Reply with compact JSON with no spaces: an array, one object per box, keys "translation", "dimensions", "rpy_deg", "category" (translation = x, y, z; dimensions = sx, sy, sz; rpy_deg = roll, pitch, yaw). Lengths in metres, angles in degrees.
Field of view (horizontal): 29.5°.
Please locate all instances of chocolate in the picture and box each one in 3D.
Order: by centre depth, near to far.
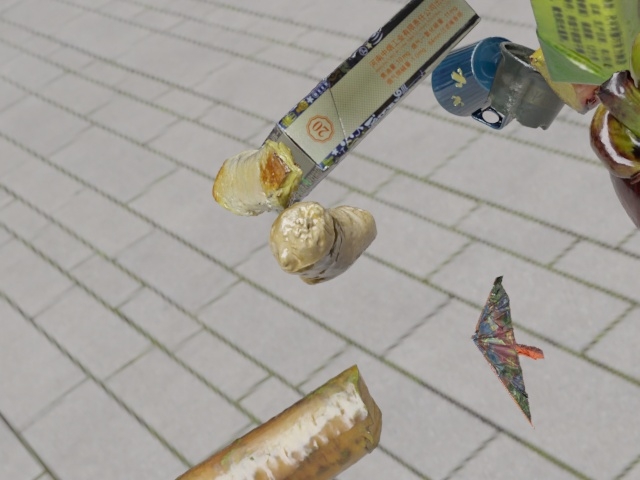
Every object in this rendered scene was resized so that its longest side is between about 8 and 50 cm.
[{"translation":[0.393,-0.382,1.550],"dimensions":[0.137,0.289,0.301],"rpy_deg":[25,69,34],"category":"chocolate"}]

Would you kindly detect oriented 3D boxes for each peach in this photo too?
[{"translation":[0.377,-0.259,1.774],"dimensions":[0.092,0.127,0.172],"rpy_deg":[-39,-11,-1],"category":"peach"}]

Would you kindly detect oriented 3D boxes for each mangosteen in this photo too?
[{"translation":[0.342,-0.096,1.089],"dimensions":[0.215,0.257,0.215],"rpy_deg":[-33,42,36],"category":"mangosteen"}]

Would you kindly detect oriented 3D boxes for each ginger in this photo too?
[{"translation":[0.002,0.000,1.288],"dimensions":[0.095,0.069,0.190],"rpy_deg":[-35,-16,15],"category":"ginger"}]

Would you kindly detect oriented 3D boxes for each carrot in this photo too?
[{"translation":[-0.057,0.267,1.403],"dimensions":[0.301,0.114,0.114],"rpy_deg":[-34,31,0],"category":"carrot"}]

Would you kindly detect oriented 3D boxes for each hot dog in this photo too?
[{"translation":[-0.055,-0.067,1.319],"dimensions":[0.061,0.078,0.169],"rpy_deg":[-2,-1,-32],"category":"hot dog"}]

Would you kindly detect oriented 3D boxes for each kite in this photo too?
[{"translation":[0.278,0.163,1.811],"dimensions":[0.009,0.232,0.189],"rpy_deg":[-15,7,-24],"category":"kite"}]

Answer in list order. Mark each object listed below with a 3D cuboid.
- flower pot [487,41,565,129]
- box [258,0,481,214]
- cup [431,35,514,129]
[{"translation":[0.357,-0.257,2.070],"dimensions":[0.157,0.107,0.157],"rpy_deg":[19,22,-8],"category":"flower pot"},{"translation":[0.049,-0.181,1.546],"dimensions":[0.310,0.084,0.198],"rpy_deg":[-45,1,-22],"category":"box"},{"translation":[0.305,-0.289,2.240],"dimensions":[0.131,0.176,0.155],"rpy_deg":[-38,6,-18],"category":"cup"}]
